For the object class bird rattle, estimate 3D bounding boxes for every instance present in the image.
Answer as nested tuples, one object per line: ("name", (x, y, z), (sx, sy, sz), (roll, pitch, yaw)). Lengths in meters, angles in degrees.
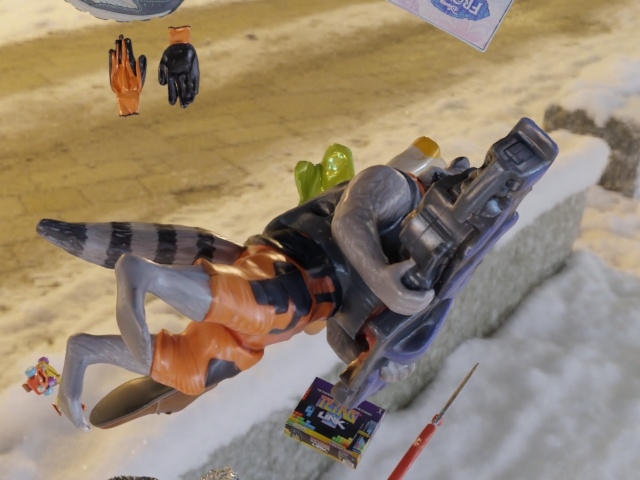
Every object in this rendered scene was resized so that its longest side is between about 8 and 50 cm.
("bird rattle", (0.080, -0.012, 1.055), (0.207, 0.253, 0.143), (-41, 53, -11))

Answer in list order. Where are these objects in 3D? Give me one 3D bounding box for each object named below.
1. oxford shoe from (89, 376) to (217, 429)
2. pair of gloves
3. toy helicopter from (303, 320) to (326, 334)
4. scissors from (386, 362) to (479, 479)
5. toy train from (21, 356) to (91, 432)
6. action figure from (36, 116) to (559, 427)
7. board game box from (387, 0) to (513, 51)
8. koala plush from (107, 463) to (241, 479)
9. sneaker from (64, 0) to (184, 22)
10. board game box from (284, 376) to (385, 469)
("oxford shoe", (-0.258, 0.253, 1.410), (0.212, 0.076, 0.076), (-23, 37, -8))
("pair of gloves", (-0.148, -0.150, 0.790), (0.083, 0.074, 0.010), (-7, -2, 8))
("toy helicopter", (0.028, 0.022, 1.594), (0.140, 0.355, 0.235), (29, 19, -33))
("scissors", (0.159, 0.260, 1.245), (0.021, 0.109, 0.297), (36, 62, 15))
("toy train", (-0.471, 0.273, 1.561), (0.046, 0.166, 0.125), (-33, 30, -2))
("action figure", (0.000, 0.000, 0.606), (0.330, 0.341, 0.179), (-17, 64, -32))
("board game box", (0.104, -0.402, 0.896), (0.318, 0.318, 0.066), (28, 37, -2))
("koala plush", (-0.191, 0.392, 1.192), (0.221, 0.196, 0.203), (-11, -1, 19))
("sneaker", (-0.257, -0.306, 0.864), (0.283, 0.110, 0.122), (26, -4, -13))
("board game box", (0.031, 0.381, 1.873), (0.170, 0.048, 0.141), (23, 48, 15))
